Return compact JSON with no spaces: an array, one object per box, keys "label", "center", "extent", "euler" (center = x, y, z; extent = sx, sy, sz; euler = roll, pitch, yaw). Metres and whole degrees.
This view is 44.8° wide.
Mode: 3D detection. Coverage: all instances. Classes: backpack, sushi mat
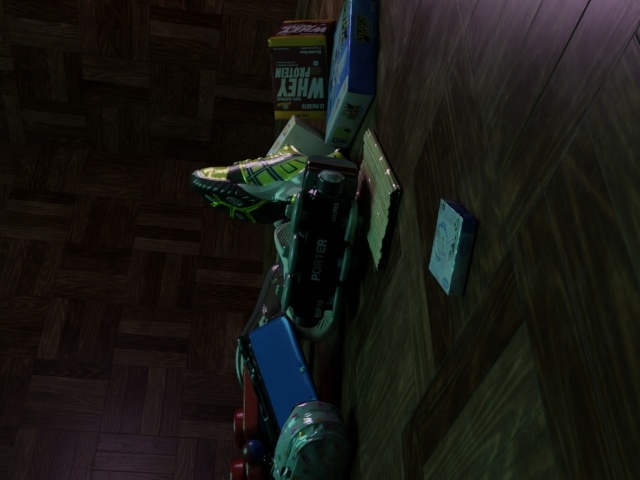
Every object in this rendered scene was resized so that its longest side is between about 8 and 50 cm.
[{"label":"backpack","center":[-0.010,0.376,1.395],"extent":[0.115,0.152,0.181],"euler":[-122,38,-51]},{"label":"sushi mat","center":[0.093,-0.081,1.360],"extent":[0.316,0.019,0.151],"euler":[-102,18,-64]}]

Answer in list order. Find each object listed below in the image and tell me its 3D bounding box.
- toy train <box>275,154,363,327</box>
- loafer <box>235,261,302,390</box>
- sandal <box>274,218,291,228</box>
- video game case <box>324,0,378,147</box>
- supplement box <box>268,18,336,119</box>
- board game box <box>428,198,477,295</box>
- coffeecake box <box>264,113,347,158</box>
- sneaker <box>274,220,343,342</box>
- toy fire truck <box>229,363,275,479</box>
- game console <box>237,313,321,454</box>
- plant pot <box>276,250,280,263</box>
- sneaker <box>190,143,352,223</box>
[{"label":"toy train","center":[0.000,0.000,1.469],"extent":[0.190,0.142,0.333],"euler":[-84,3,-58]},{"label":"loafer","center":[-0.106,0.222,1.941],"extent":[0.130,0.134,0.365],"euler":[-3,67,45]},{"label":"sandal","center":[-0.037,-0.111,2.033],"extent":[0.416,0.102,0.169],"euler":[-41,-35,-81]},{"label":"video game case","center":[0.063,-0.368,1.627],"extent":[0.244,0.061,0.269],"euler":[121,154,-69]},{"label":"supplement box","center":[-0.034,-0.405,1.828],"extent":[0.194,0.129,0.191],"euler":[-73,-19,-61]},{"label":"board game box","center":[0.150,0.006,0.888],"extent":[0.090,0.020,0.090],"euler":[-110,27,-71]},{"label":"coffeecake box","center":[-0.050,-0.166,1.762],"extent":[0.185,0.142,0.068],"euler":[-54,19,19]},{"label":"sneaker","center":[-0.015,0.109,1.702],"extent":[0.350,0.131,0.148],"euler":[-102,-3,-48]},{"label":"toy fire truck","center":[-0.131,0.455,1.754],"extent":[0.253,0.170,0.302],"euler":[70,-164,-54]},{"label":"game console","center":[-0.044,0.314,1.649],"extent":[0.250,0.173,0.293],"euler":[10,-121,-68]},{"label":"plant pot","center":[-0.071,0.085,2.113],"extent":[0.109,0.096,0.109],"euler":[-117,35,-76]},{"label":"sneaker","center":[-0.099,-0.125,1.673],"extent":[0.145,0.385,0.147],"euler":[55,-134,-59]}]
